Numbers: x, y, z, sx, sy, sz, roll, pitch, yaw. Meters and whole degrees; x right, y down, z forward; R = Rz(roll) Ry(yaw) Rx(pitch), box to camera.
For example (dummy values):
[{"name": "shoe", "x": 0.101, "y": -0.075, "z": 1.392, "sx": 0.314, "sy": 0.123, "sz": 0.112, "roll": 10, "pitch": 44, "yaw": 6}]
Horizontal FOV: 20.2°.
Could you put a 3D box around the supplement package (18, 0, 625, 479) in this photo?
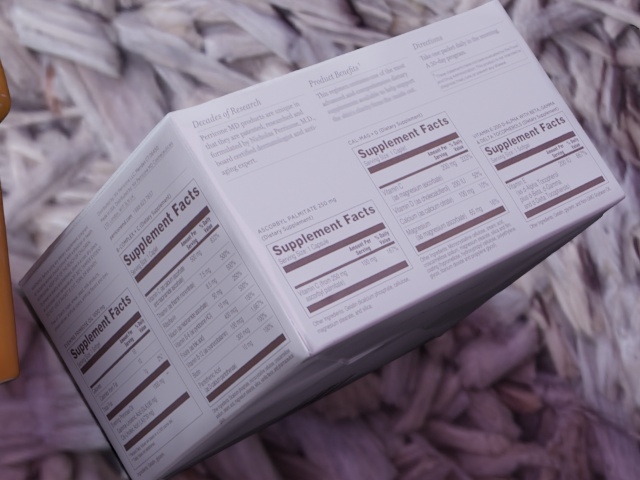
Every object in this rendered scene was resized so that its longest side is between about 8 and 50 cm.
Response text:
[{"name": "supplement package", "x": 0.000, "y": 0.000, "z": 1.027, "sx": 0.262, "sy": 0.204, "sz": 0.145, "roll": -23, "pitch": 78, "yaw": -40}]

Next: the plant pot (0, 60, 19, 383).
[{"name": "plant pot", "x": -0.239, "y": 0.000, "z": 0.892, "sx": 0.205, "sy": 0.205, "sz": 0.188, "roll": -15, "pitch": 87, "yaw": -39}]
